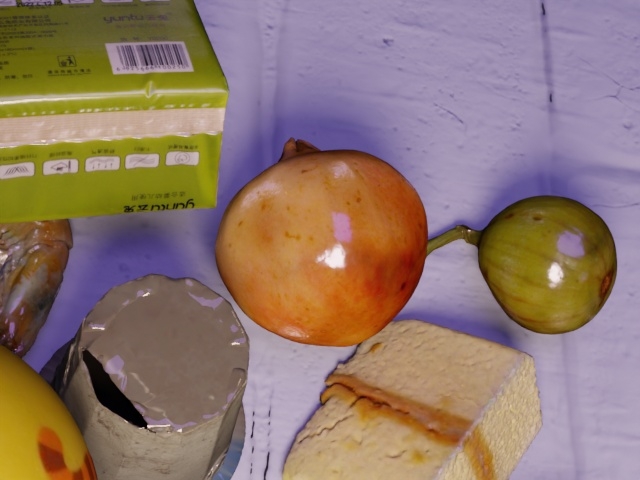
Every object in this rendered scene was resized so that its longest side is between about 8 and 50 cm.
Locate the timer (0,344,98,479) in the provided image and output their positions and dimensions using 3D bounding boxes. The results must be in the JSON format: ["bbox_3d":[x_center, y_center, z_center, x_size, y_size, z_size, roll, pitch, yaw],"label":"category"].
[{"bbox_3d":[-0.329,0.201,0.901,0.376,0.387,0.376,9,59,-15],"label":"timer"}]

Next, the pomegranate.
[{"bbox_3d":[0.004,0.005,1.208,0.209,0.209,0.209,7,62,-13],"label":"pomegranate"}]

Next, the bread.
[{"bbox_3d":[0.089,0.199,1.235,0.178,0.135,0.240,18,54,33],"label":"bread"}]

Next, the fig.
[{"bbox_3d":[0.225,0.023,1.324,0.148,0.186,0.142,-52,130,-12],"label":"fig"}]

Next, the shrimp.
[{"bbox_3d":[-0.310,0.041,1.182,0.115,0.051,0.217,14,59,-5],"label":"shrimp"}]

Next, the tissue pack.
[{"bbox_3d":[-0.250,-0.136,1.204,0.274,0.167,0.200,-6,44,-19],"label":"tissue pack"}]

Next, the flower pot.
[{"bbox_3d":[-0.157,0.135,1.097,0.212,0.203,0.212,5,63,-10],"label":"flower pot"}]
